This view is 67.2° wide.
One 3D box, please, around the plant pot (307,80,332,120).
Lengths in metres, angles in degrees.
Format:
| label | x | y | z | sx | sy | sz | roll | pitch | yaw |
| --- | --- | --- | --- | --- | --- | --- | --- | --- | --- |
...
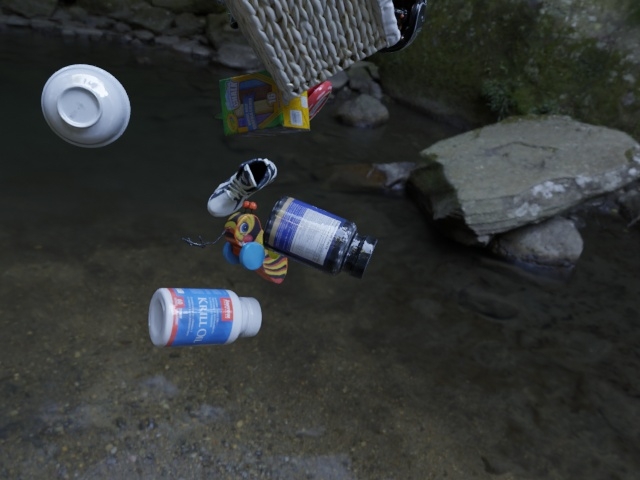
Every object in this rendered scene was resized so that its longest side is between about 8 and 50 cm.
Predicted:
| label | x | y | z | sx | sy | sz | roll | pitch | yaw |
| --- | --- | --- | --- | --- | --- | --- | --- | --- | --- |
| plant pot | -0.074 | -0.465 | 1.484 | 0.174 | 0.191 | 0.191 | 42 | 32 | 0 |

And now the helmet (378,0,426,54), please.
| label | x | y | z | sx | sy | sz | roll | pitch | yaw |
| --- | --- | --- | --- | --- | --- | --- | --- | --- | --- |
| helmet | 0.179 | -0.553 | 1.179 | 0.169 | 0.169 | 0.161 | 12 | 45 | 7 |

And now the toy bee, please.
| label | x | y | z | sx | sy | sz | roll | pitch | yaw |
| --- | --- | --- | --- | --- | --- | --- | --- | --- | --- |
| toy bee | -0.175 | -0.007 | 1.220 | 0.195 | 0.162 | 0.298 | 19 | -10 | 25 |

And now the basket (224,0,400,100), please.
| label | x | y | z | sx | sy | sz | roll | pitch | yaw |
| --- | --- | --- | --- | --- | --- | --- | --- | --- | --- |
| basket | -0.061 | -0.510 | 0.895 | 0.266 | 0.331 | 0.328 | -31 | 60 | 2 |

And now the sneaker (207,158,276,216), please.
| label | x | y | z | sx | sy | sz | roll | pitch | yaw |
| --- | --- | --- | --- | --- | --- | --- | --- | --- | --- |
| sneaker | -0.228 | -0.158 | 1.372 | 0.235 | 0.094 | 0.153 | -30 | -3 | -6 |

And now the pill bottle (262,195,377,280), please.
| label | x | y | z | sx | sy | sz | roll | pitch | yaw |
| --- | --- | --- | --- | --- | --- | --- | --- | --- | --- |
| pill bottle | 0.000 | 0.000 | 1.003 | 0.219 | 0.122 | 0.123 | 22 | 29 | 6 |

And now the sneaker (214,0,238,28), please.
| label | x | y | z | sx | sy | sz | roll | pitch | yaw |
| --- | --- | --- | --- | --- | --- | --- | --- | --- | --- |
| sneaker | -0.297 | -0.748 | 1.543 | 0.229 | 0.132 | 0.086 | 16 | 19 | 36 |

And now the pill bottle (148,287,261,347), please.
| label | x | y | z | sx | sy | sz | roll | pitch | yaw |
| --- | --- | --- | --- | --- | --- | --- | --- | --- | --- |
| pill bottle | -0.247 | 0.167 | 1.051 | 0.222 | 0.124 | 0.124 | 5 | 25 | -36 |

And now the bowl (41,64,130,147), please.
| label | x | y | z | sx | sy | sz | roll | pitch | yaw |
| --- | --- | --- | --- | --- | --- | --- | --- | --- | --- |
| bowl | -0.839 | -0.473 | 1.704 | 0.298 | 0.297 | 0.134 | 1 | 14 | -15 |

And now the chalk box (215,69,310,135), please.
| label | x | y | z | sx | sy | sz | roll | pitch | yaw |
| --- | --- | --- | --- | --- | --- | --- | --- | --- | --- |
| chalk box | -0.150 | -0.317 | 1.146 | 0.213 | 0.132 | 0.132 | 0 | 8 | 27 |
